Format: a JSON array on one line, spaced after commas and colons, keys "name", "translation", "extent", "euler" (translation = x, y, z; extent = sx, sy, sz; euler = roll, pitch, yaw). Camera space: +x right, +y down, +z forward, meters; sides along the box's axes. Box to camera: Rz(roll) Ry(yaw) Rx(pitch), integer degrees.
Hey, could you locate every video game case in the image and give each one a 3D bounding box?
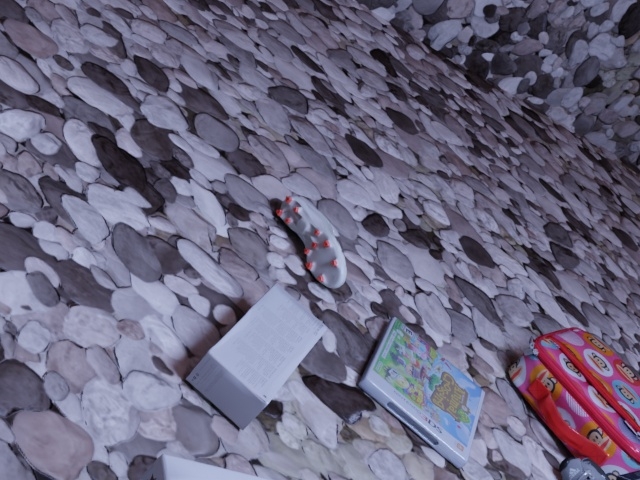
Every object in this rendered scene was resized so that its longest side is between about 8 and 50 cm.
[{"name": "video game case", "translation": [0.159, 0.224, 1.685], "extent": [0.193, 0.023, 0.212], "euler": [40, 26, -2]}]

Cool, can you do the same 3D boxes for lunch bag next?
[{"name": "lunch bag", "translation": [0.460, 0.287, 1.897], "extent": [0.258, 0.120, 0.293], "euler": [-3, 46, -52]}]

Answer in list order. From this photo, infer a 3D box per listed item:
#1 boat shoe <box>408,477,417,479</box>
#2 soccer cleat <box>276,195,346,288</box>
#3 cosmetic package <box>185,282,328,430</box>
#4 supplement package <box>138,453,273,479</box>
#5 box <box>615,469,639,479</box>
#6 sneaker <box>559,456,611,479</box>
[{"name": "boat shoe", "translation": [0.147, 0.398, 1.382], "extent": [0.065, 0.075, 0.206], "euler": [-29, 72, -17]}, {"name": "soccer cleat", "translation": [0.000, 0.000, 1.777], "extent": [0.076, 0.068, 0.196], "euler": [16, 32, -47]}, {"name": "cosmetic package", "translation": [-0.078, 0.146, 1.446], "extent": [0.099, 0.060, 0.239], "euler": [40, 26, 3]}, {"name": "supplement package", "translation": [-0.059, 0.343, 1.031], "extent": [0.293, 0.175, 0.177], "euler": [23, 33, -33]}, {"name": "box", "translation": [0.456, 0.421, 1.642], "extent": [0.029, 0.162, 0.116], "euler": [17, 8, 39]}, {"name": "sneaker", "translation": [0.395, 0.387, 1.701], "extent": [0.229, 0.086, 0.132], "euler": [25, 24, -50]}]
